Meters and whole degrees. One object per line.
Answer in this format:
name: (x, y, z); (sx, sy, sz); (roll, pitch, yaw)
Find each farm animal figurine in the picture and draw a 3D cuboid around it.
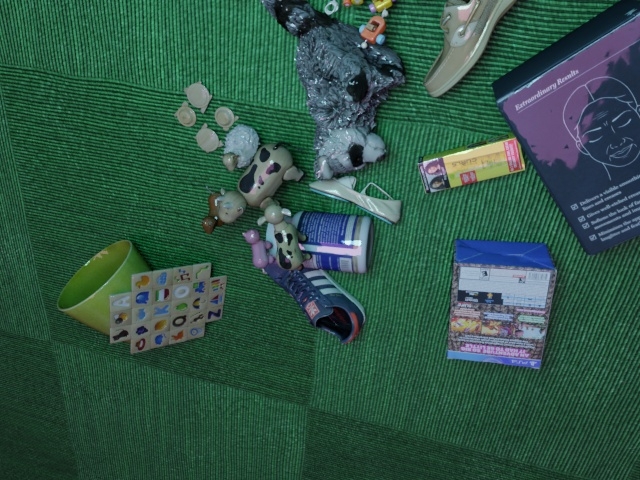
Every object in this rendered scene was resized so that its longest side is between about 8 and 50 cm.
farm animal figurine: (-0.151, -0.095, 1.215); (0.330, 0.172, 0.326); (24, 94, 22)

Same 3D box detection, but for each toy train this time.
toy train: (0.083, -0.484, 1.040); (0.166, 0.046, 0.125); (42, 98, 20)

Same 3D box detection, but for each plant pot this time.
plant pot: (-0.588, 0.196, 1.547); (0.275, 0.274, 0.293); (-22, 123, 24)

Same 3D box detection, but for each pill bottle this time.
pill bottle: (0.000, 0.000, 1.329); (0.265, 0.153, 0.153); (6, 117, 12)

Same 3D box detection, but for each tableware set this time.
tableware set: (-0.307, -0.324, 1.327); (0.168, 0.020, 0.141); (45, 120, -11)

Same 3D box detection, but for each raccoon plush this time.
raccoon plush: (-0.001, -0.360, 1.180); (0.446, 0.216, 0.299); (52, 137, 20)

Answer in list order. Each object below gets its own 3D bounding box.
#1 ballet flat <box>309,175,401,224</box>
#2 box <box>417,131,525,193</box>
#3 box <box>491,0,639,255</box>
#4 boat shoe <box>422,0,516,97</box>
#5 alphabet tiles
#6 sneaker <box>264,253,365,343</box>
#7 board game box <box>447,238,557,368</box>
ballet flat: (0.095, -0.121, 1.295); (0.248, 0.086, 0.086); (24, 120, 1)
box: (0.355, -0.182, 1.195); (0.232, 0.058, 0.087); (-12, 111, 20)
box: (0.581, -0.223, 1.025); (0.293, 0.212, 0.395); (-30, 106, 26)
boat shoe: (0.298, -0.455, 1.021); (0.110, 0.121, 0.341); (24, 126, -12)
alphabet tiles: (-0.446, 0.200, 1.494); (0.011, 0.343, 0.285); (44, 132, 43)
sneaker: (-0.025, 0.158, 1.417); (0.350, 0.148, 0.131); (35, 120, -3)
board game box: (0.451, 0.159, 1.291); (0.232, 0.141, 0.291); (4, 117, 13)
